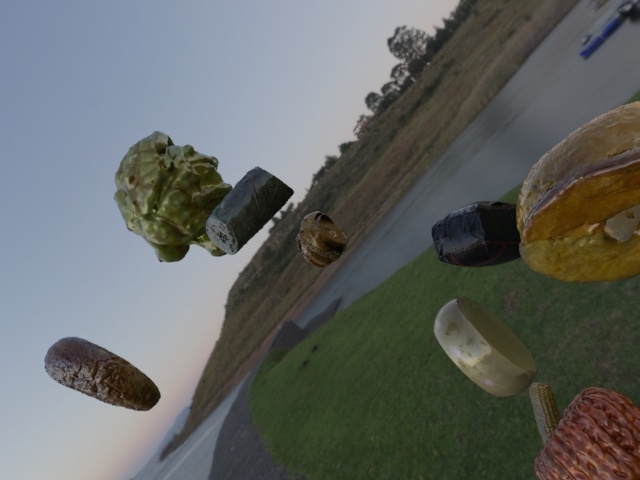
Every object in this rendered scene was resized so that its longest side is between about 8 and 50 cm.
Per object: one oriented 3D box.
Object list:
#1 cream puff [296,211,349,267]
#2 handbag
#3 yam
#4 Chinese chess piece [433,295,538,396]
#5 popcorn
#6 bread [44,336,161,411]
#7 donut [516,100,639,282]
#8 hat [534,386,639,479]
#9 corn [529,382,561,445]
[{"bbox_3d":[0.000,0.000,0.970,0.104,0.119,0.133,-44,-13,21],"label":"cream puff"},{"bbox_3d":[0.398,-0.013,1.038,0.215,0.155,0.169,0,-20,-29],"label":"handbag"},{"bbox_3d":[-0.138,-0.063,0.818,0.183,0.107,0.107,-52,-1,-18],"label":"yam"},{"bbox_3d":[0.382,0.246,0.999,0.097,0.250,0.251,-52,-3,19],"label":"Chinese chess piece"},{"bbox_3d":[-0.376,-0.117,1.096,0.274,0.335,0.279,-33,-25,0],"label":"popcorn"},{"bbox_3d":[-0.338,0.214,0.655,0.064,0.193,0.193,-64,7,-34],"label":"bread"},{"bbox_3d":[0.258,-0.039,0.355,0.190,0.174,0.075,111,163,-54],"label":"donut"},{"bbox_3d":[0.689,0.504,0.878,0.285,0.400,0.285,-34,-42,-38],"label":"hat"},{"bbox_3d":[0.630,0.496,1.172,0.068,0.207,0.068,-14,-11,-3],"label":"corn"}]
